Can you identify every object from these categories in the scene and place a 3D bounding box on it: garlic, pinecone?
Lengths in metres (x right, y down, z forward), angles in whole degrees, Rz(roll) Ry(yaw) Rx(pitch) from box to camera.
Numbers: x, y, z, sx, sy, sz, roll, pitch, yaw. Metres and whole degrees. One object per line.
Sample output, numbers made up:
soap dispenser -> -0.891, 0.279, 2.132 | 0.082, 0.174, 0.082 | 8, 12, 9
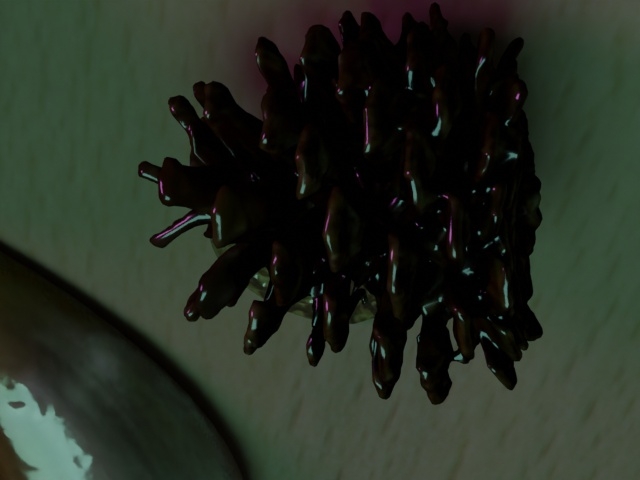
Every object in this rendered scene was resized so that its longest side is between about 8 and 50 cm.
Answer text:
garlic -> -0.136, 0.127, 0.821 | 0.143, 0.112, 0.318 | -14, 116, 29
pinecone -> 0.008, -0.016, 0.599 | 0.165, 0.163, 0.163 | 2, 133, 13

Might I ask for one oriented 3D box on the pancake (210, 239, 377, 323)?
pancake -> 0.000, 0.001, 0.716 | 0.115, 0.011, 0.115 | 7, 134, 8
